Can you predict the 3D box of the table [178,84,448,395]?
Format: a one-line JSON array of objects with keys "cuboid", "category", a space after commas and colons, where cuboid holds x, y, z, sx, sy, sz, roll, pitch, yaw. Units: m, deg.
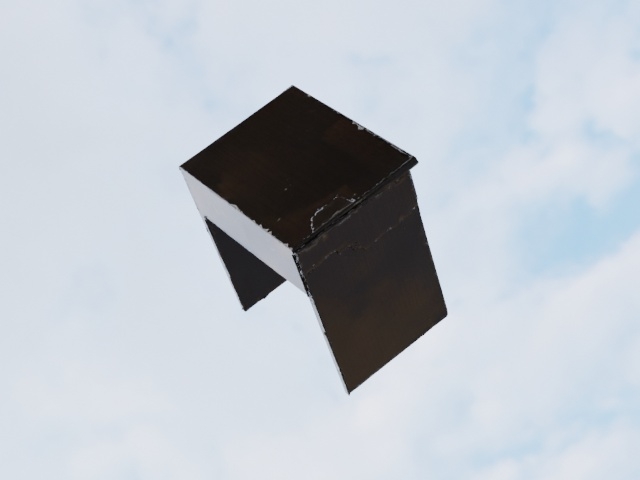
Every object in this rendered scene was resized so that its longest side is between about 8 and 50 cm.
[{"cuboid": [0.000, 0.000, 1.567, 0.196, 0.250, 0.282, -39, -44, -19], "category": "table"}]
